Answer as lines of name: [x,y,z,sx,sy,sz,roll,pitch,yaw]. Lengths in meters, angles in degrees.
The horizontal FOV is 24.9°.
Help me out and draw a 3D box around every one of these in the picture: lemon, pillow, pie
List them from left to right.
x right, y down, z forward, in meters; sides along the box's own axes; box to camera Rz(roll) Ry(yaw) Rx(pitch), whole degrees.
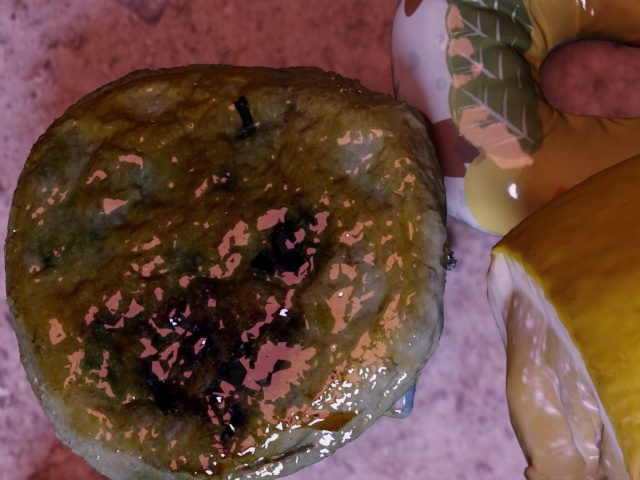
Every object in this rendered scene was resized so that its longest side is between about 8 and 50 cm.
pie: [-0.069,0.016,0.941,0.323,0.070,0.323,-6,69,16]
pillow: [0.153,-0.113,0.968,0.214,0.086,0.233,1,82,6]
lemon: [0.278,0.094,0.784,0.364,0.364,0.364,-2,84,16]

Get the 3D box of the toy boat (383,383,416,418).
toy boat: [-0.070,0.064,1.010,0.276,0.084,0.111,9,86,18]

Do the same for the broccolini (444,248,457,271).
broccolini: [0.003,-0.006,1.026,0.194,0.054,0.052,2,55,23]
